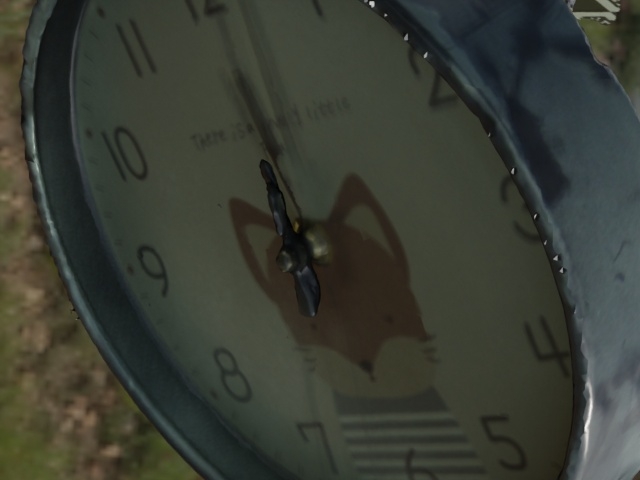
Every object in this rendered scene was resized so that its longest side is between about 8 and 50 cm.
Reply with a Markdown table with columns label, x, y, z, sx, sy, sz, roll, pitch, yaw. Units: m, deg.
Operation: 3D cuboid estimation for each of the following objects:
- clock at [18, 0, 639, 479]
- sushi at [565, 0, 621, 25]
| label | x | y | z | sx | sy | sz | roll | pitch | yaw |
| --- | --- | --- | --- | --- | --- | --- | --- | --- | --- |
| clock | 0.000 | 0.000 | 0.725 | 0.067 | 0.325 | 0.325 | -35 | 126 | -38 |
| sushi | 0.088 | -0.120 | 0.822 | 0.126 | 0.120 | 0.026 | 83 | 19 | -81 |
